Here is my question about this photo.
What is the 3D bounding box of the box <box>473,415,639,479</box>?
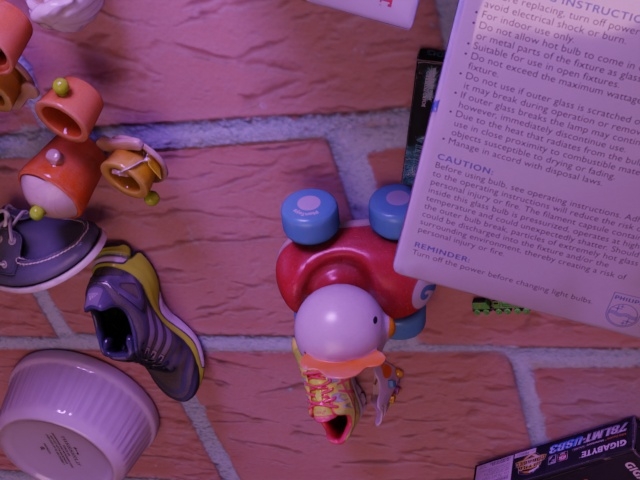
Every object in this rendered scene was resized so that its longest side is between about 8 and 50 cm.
[{"bbox_3d":[0.436,0.417,1.611,0.293,0.073,0.295,-26,120,38],"label":"box"}]

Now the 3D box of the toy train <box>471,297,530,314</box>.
[{"bbox_3d":[0.243,0.086,1.397,0.083,0.017,0.023,-4,120,23],"label":"toy train"}]

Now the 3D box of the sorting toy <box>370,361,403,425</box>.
[{"bbox_3d":[0.093,0.233,1.549,0.045,0.075,0.083,11,136,9],"label":"sorting toy"}]

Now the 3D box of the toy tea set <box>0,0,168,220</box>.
[{"bbox_3d":[-0.351,-0.134,1.269,0.200,0.124,0.336,0,142,43],"label":"toy tea set"}]

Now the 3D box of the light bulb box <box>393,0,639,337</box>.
[{"bbox_3d":[0.228,-0.182,0.886,0.225,0.358,0.361,14,130,5],"label":"light bulb box"}]

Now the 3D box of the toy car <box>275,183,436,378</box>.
[{"bbox_3d":[0.048,0.088,1.287,0.210,0.238,0.219,-3,131,2],"label":"toy car"}]

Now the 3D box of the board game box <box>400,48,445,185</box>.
[{"bbox_3d":[0.164,-0.130,1.208,0.126,0.026,0.186,12,136,8],"label":"board game box"}]

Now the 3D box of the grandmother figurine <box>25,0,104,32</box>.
[{"bbox_3d":[-0.334,-0.369,1.110,0.208,0.104,0.342,20,147,42],"label":"grandmother figurine"}]

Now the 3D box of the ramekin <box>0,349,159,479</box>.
[{"bbox_3d":[-0.425,0.320,1.779,0.273,0.127,0.273,10,135,11],"label":"ramekin"}]

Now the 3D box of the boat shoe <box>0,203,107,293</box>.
[{"bbox_3d":[-0.451,0.004,1.493,0.319,0.116,0.099,-5,134,30],"label":"boat shoe"}]

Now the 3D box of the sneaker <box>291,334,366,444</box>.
[{"bbox_3d":[0.011,0.223,1.555,0.081,0.094,0.208,-8,128,28],"label":"sneaker"}]

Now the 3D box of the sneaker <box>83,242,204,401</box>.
[{"bbox_3d":[-0.274,0.149,1.563,0.111,0.121,0.300,-8,129,26],"label":"sneaker"}]

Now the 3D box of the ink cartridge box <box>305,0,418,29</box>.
[{"bbox_3d":[-0.008,-0.350,0.933,0.270,0.197,0.198,17,135,4],"label":"ink cartridge box"}]
